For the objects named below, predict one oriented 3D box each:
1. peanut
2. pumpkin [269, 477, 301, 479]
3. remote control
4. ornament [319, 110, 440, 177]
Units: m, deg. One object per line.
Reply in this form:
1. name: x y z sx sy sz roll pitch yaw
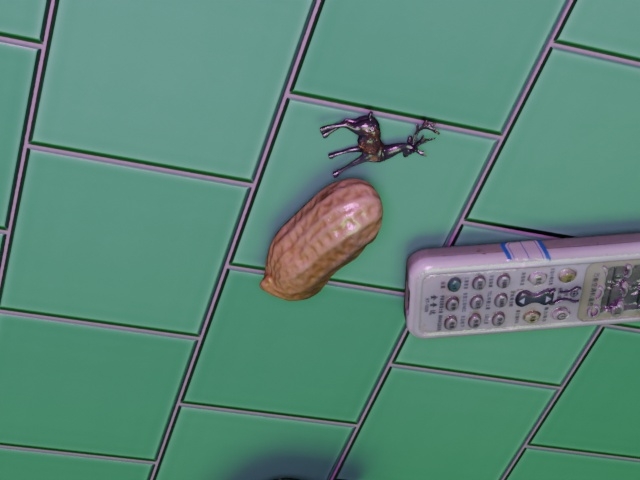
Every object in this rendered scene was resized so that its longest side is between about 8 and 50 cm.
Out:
1. peanut: 0.000 0.000 1.346 0.083 0.093 0.194 46 128 1
2. pumpkin: -0.059 0.458 1.632 0.197 0.263 0.293 20 124 -19
3. remote control: 0.267 0.048 1.437 0.335 0.065 0.128 -4 130 -4
4. ornament: 0.066 -0.110 1.292 0.125 0.028 0.073 -11 133 4
